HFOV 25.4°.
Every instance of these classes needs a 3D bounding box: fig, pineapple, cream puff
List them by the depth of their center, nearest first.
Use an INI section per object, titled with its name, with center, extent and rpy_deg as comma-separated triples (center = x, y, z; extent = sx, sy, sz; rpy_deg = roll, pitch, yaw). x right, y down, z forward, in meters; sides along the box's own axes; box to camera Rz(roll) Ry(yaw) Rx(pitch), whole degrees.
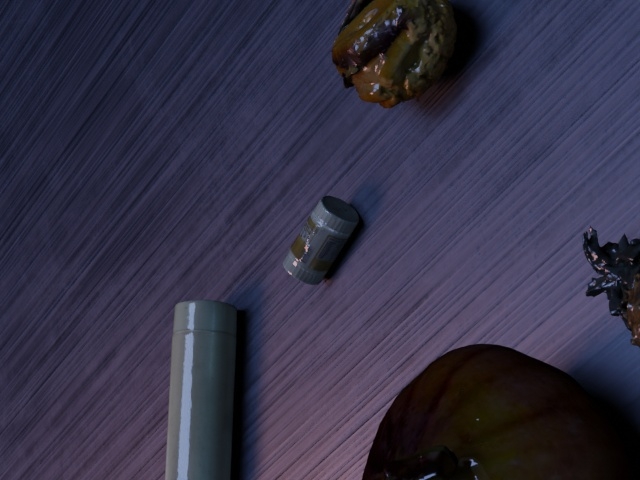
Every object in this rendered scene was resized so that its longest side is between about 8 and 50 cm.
[pineapple]
center = 0.259, 0.043, 1.057
extent = 0.198, 0.108, 0.108
rpy_deg = 38, 111, 63
[fig]
center = 0.124, 0.197, 1.102
extent = 0.235, 0.214, 0.235
rpy_deg = 176, 90, -74
[cream puff]
center = 0.075, -0.188, 1.343
extent = 0.133, 0.104, 0.119
rpy_deg = -27, 27, 38

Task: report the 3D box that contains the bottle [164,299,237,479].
[bottle]
center = -0.128, 0.169, 1.536
extent = 0.072, 0.072, 0.201
rpy_deg = -14, 69, 50

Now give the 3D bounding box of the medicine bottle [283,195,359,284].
[medicine bottle]
center = 0.000, 0.000, 1.436
extent = 0.083, 0.047, 0.047
rpy_deg = -59, 41, 25
